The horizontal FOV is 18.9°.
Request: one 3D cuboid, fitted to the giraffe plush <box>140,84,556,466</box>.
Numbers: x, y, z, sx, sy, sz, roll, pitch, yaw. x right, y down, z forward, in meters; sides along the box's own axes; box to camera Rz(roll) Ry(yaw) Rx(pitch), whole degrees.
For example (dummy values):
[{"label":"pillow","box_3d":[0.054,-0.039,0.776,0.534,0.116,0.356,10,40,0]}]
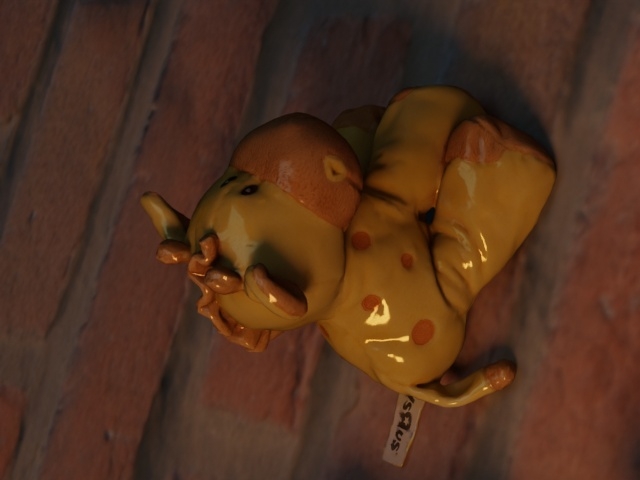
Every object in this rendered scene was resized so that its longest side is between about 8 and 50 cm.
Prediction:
[{"label":"giraffe plush","box_3d":[0.000,0.000,1.025,0.181,0.170,0.210,-12,65,47]}]
